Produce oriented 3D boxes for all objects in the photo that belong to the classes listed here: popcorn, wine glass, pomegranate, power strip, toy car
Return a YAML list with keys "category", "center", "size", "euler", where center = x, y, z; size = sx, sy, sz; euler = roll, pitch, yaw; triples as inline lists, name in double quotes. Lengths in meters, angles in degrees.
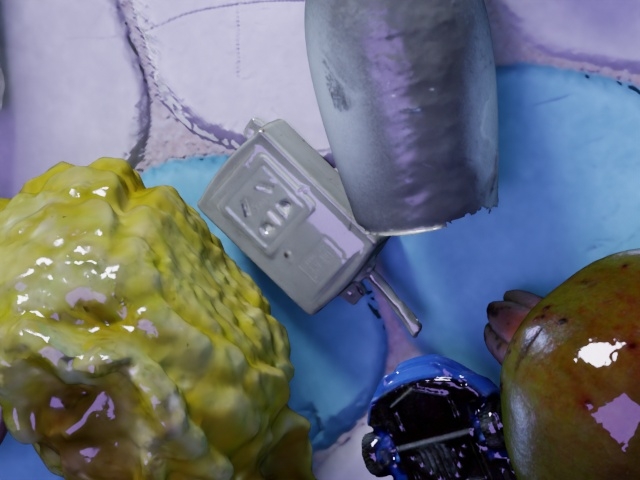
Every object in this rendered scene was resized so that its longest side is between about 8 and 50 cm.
- category: "popcorn"
  center: [-0.122, 0.075, 1.203]
  size: [0.173, 0.225, 0.286]
  euler: [-34, 64, 13]
- category: "wine glass"
  center: [0.048, -0.111, 1.170]
  size: [0.111, 0.111, 0.204]
  euler: [-6, 101, 23]
- category: "pomegranate"
  center: [0.176, 0.083, 1.159]
  size: [0.209, 0.180, 0.180]
  euler: [36, 121, 49]
- category: "power strip"
  center: [0.000, 0.000, 1.259]
  size: [0.175, 0.042, 0.075]
  euler: [43, 114, 5]
- category: "toy car"
  center: [0.101, 0.171, 1.254]
  size: [0.103, 0.063, 0.216]
  euler: [-17, 100, 27]

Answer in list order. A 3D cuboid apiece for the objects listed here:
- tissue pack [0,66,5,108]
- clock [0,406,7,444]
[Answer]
- category: "tissue pack"
  center: [-0.328, -0.167, 1.315]
  size: [0.226, 0.092, 0.183]
  euler: [5, 107, 19]
- category: "clock"
  center: [-0.309, 0.062, 1.372]
  size: [0.244, 0.056, 0.244]
  euler: [10, 111, 28]
